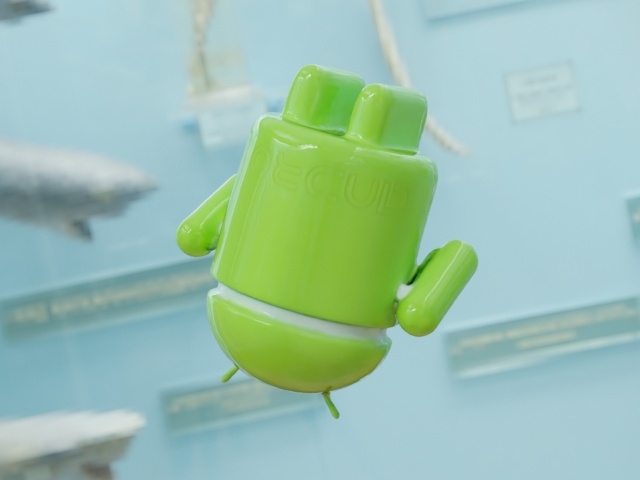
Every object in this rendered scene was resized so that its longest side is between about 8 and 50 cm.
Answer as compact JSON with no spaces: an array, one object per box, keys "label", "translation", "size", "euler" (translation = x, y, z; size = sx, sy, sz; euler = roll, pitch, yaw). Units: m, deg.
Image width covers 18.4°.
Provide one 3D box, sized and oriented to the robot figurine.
[{"label":"robot figurine","translation":[0.000,0.000,0.669],"size":[0.101,0.115,0.067],"euler":[18,7,22]}]
